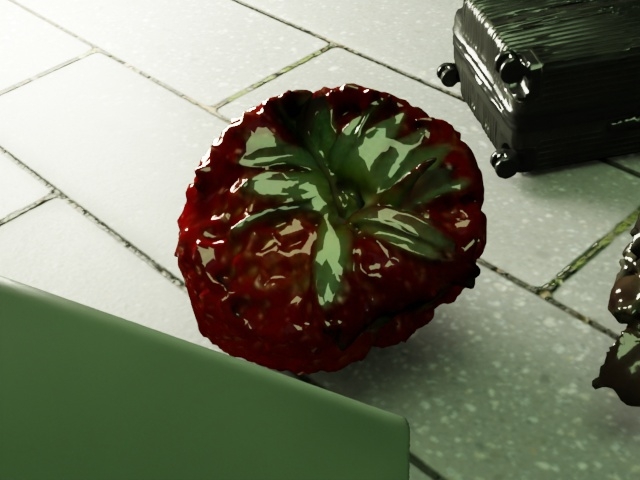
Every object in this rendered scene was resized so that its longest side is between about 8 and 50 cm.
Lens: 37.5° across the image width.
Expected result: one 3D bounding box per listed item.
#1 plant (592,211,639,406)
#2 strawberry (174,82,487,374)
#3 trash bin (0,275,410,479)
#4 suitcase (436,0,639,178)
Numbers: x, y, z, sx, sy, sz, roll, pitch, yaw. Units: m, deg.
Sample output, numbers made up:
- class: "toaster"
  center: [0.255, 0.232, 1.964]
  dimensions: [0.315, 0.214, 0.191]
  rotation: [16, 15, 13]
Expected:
- class: "plant"
  center: [0.338, 0.019, 0.754]
  dimensions: [0.178, 0.234, 0.204]
  rotation: [31, 25, 9]
- class: "strawberry"
  center: [-0.001, -0.004, 0.825]
  dimensions: [0.261, 0.258, 0.261]
  rotation: [3, 67, -6]
- class: "trash bin"
  center: [-0.144, 0.127, 0.382]
  dimensions: [0.343, 0.158, 0.223]
  rotation: [16, 34, -3]
- class: "suitcase"
  center: [0.322, -0.212, 1.064]
  dimensions: [0.334, 0.152, 0.230]
  rotation: [-10, 41, -7]
